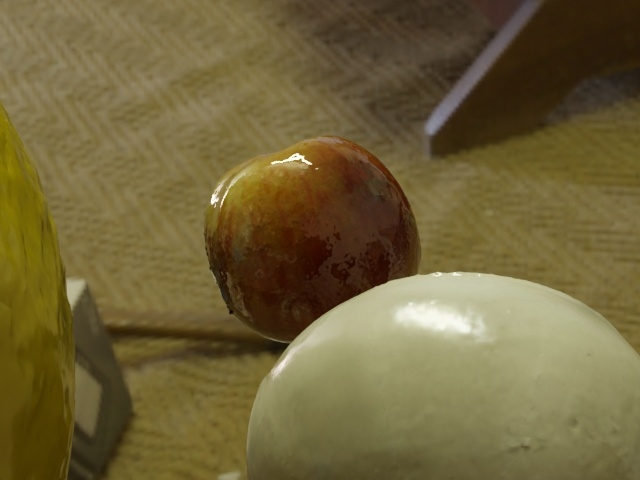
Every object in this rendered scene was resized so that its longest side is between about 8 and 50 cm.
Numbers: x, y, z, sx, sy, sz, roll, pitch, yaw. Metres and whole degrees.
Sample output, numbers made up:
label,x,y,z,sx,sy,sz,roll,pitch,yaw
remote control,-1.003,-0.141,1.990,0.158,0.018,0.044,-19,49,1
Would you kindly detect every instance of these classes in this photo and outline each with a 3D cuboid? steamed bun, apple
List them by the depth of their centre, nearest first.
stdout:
label,x,y,z,sx,sy,sz,roll,pitch,yaw
steamed bun,0.074,0.135,0.750,0.232,0.232,0.145,-2,44,4
apple,0.000,0.000,1.193,0.160,0.173,0.195,-11,11,45

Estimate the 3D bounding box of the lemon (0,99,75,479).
label,x,y,z,sx,sy,sz,roll,pitch,yaw
lemon,-0.239,0.037,0.448,0.348,0.348,0.348,-4,37,3
